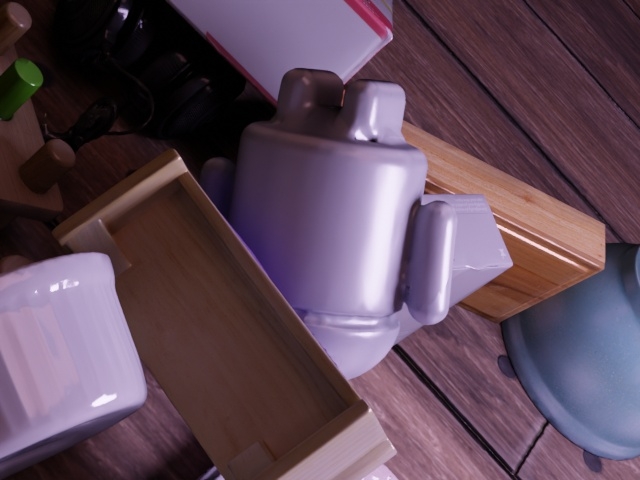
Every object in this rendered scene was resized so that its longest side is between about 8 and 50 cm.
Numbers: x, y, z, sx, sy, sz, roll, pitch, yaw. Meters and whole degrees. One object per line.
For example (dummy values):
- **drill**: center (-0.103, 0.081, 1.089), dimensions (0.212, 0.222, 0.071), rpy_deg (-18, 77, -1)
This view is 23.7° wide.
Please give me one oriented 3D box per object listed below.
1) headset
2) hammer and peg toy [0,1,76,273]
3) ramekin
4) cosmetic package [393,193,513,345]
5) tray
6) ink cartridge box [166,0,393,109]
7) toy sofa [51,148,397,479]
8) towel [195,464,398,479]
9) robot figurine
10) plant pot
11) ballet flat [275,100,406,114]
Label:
- **headset**: center (-0.221, -0.203, 1.777), dimensions (0.243, 0.185, 0.394), rpy_deg (42, 24, -14)
- **hammer and peg toy**: center (-0.370, -0.102, 1.483), dimensions (0.266, 0.127, 0.361), rpy_deg (15, 46, -48)
- **ramekin**: center (-0.284, 0.129, 1.313), dimensions (0.277, 0.277, 0.135), rpy_deg (-16, 79, -49)
- **cosmetic package**: center (0.090, 0.042, 1.752), dimensions (0.127, 0.238, 0.107), rpy_deg (-1, 60, -44)
- **tray**: center (0.130, -0.029, 1.871), dimensions (0.411, 0.203, 0.076), rpy_deg (24, 55, -27)
- **ink cartridge box**: center (-0.058, -0.314, 1.853), dimensions (0.279, 0.160, 0.385), rpy_deg (44, 13, -8)
- **toy sofa**: center (-0.090, 0.104, 1.466), dimensions (0.362, 0.150, 0.177), rpy_deg (51, -6, 27)
- **towel**: center (0.012, 0.328, 1.566), dimensions (0.317, 0.053, 0.332), rpy_deg (48, 34, 1)
- **robot figurine**: center (0.000, 0.000, 1.607), dimensions (0.300, 0.354, 0.200), rpy_deg (14, 8, 23)
- **plant pot**: center (0.415, 0.119, 2.030), dimensions (0.293, 0.196, 0.293), rpy_deg (24, 46, -27)
- **ballet flat**: center (0.027, -0.138, 1.980), dimensions (0.248, 0.086, 0.086), rpy_deg (-13, 69, -46)
